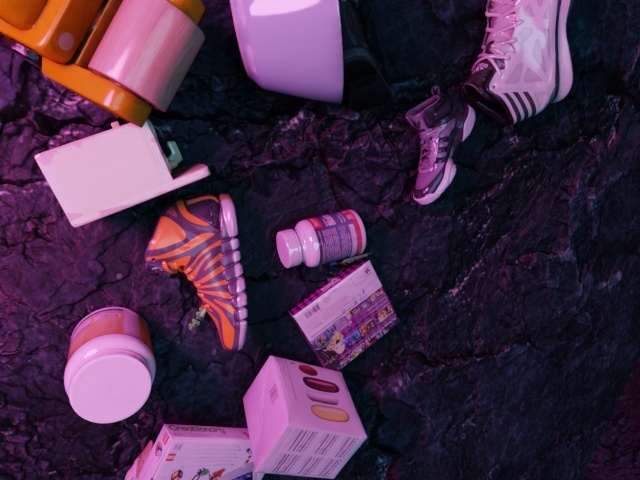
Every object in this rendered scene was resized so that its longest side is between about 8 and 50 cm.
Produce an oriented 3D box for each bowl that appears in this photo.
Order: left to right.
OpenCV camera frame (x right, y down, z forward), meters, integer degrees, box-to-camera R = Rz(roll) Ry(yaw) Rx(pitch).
[{"bbox_3d":[-0.063,-0.388,0.768,0.162,0.311,0.312,-8,108,0],"label":"bowl"}]

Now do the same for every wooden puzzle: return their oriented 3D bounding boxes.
[{"bbox_3d":[0.070,0.046,1.043,0.116,0.078,0.014,-14,88,-15],"label":"wooden puzzle"}]

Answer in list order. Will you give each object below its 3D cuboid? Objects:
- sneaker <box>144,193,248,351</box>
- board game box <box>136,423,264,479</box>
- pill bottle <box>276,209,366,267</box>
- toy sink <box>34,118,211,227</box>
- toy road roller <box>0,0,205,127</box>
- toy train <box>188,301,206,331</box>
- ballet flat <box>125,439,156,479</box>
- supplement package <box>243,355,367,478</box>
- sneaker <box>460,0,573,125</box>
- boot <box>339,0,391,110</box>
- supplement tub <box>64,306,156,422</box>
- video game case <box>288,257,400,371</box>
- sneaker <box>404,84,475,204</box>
[{"bbox_3d":[-0.248,0.072,0.879,0.179,0.124,0.322,-8,92,-18],"label":"sneaker"},{"bbox_3d":[-0.247,0.512,0.978,0.305,0.053,0.193,28,89,-44],"label":"board game box"},{"bbox_3d":[0.000,0.000,0.977,0.180,0.108,0.108,-14,109,-22],"label":"pill bottle"},{"bbox_3d":[-0.332,-0.138,0.760,0.234,0.152,0.131,-25,112,-17],"label":"toy sink"},{"bbox_3d":[-0.353,-0.328,0.602,0.329,0.240,0.203,28,91,14],"label":"toy road roller"},{"bbox_3d":[-0.255,0.157,0.944,0.017,0.023,0.083,33,88,-28],"label":"toy train"},{"bbox_3d":[-0.387,0.531,0.954,0.067,0.073,0.207,2,99,-11],"label":"ballet flat"},{"bbox_3d":[-0.041,0.396,0.992,0.203,0.194,0.149,22,112,-28],"label":"supplement package"},{"bbox_3d":[0.439,-0.479,1.028,0.257,0.169,0.448,-35,118,-15],"label":"sneaker"},{"bbox_3d":[0.071,-0.410,0.896,0.091,0.263,0.229,-12,79,13],"label":"boot"},{"bbox_3d":[-0.379,0.218,0.800,0.144,0.199,0.145,-6,106,-24],"label":"supplement tub"},{"bbox_3d":[0.065,0.189,1.093,0.232,0.041,0.210,-36,115,-13],"label":"video game case"},{"bbox_3d":[0.255,-0.230,1.048,0.153,0.101,0.269,27,85,-28],"label":"sneaker"}]
